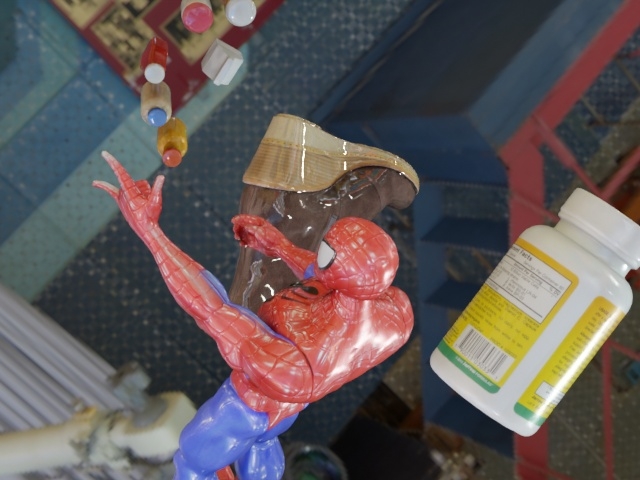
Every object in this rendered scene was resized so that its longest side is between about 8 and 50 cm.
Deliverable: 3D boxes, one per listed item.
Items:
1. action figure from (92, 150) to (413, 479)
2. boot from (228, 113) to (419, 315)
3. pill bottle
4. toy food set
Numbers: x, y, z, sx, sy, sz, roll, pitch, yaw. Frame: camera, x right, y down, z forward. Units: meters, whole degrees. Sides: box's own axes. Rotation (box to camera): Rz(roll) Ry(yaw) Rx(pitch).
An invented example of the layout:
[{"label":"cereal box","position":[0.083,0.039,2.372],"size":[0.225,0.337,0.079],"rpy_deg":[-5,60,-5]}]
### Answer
[{"label":"action figure","position":[-0.050,0.047,0.526],"size":[0.091,0.139,0.280],"rpy_deg":[-26,164,-37]},{"label":"boot","position":[0.000,0.000,1.114],"size":[0.090,0.248,0.206],"rpy_deg":[11,-93,38]},{"label":"pill bottle","position":[0.203,0.061,1.000],"size":[0.208,0.118,0.117],"rpy_deg":[-54,-161,4]},{"label":"toy food set","position":[-0.166,-0.216,1.420],"size":[0.232,0.111,0.104],"rpy_deg":[-54,-158,18]}]
